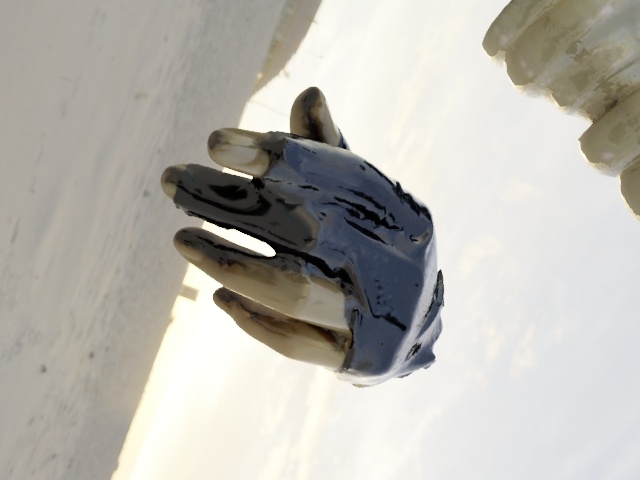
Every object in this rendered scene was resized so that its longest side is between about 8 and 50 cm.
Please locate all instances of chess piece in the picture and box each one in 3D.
[{"bbox_3d":[0.314,-0.138,0.769,0.167,0.300,0.167,-29,168,-7],"label":"chess piece"}]

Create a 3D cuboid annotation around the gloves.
[{"bbox_3d":[0.008,0.001,0.579,0.152,0.301,0.197,-12,-120,41],"label":"gloves"}]
